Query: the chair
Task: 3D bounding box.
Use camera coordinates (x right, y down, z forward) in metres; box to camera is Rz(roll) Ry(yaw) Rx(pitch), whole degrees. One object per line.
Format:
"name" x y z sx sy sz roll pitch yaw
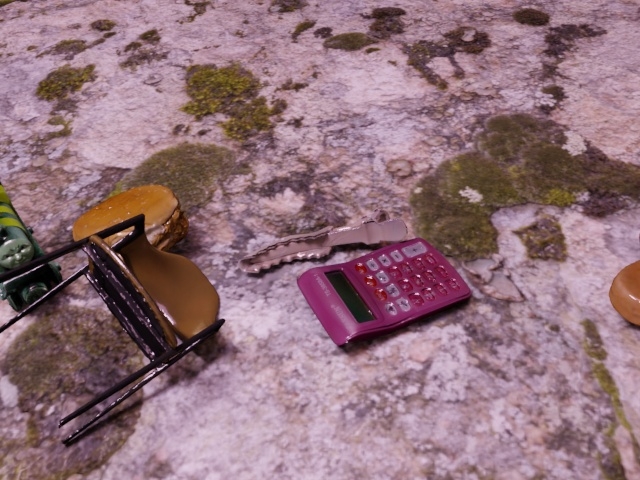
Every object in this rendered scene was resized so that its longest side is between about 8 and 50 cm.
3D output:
"chair" -0.215 0.077 0.692 0.247 0.172 0.158 -35 80 -28

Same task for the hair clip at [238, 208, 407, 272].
"hair clip" 0.000 0.000 0.851 0.226 0.034 0.072 -14 19 -2

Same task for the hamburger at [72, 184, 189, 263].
"hamburger" -0.251 -0.019 0.848 0.147 0.083 0.138 2 29 36

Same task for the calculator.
"calculator" 0.079 0.062 0.782 0.191 0.034 0.126 -17 43 -19

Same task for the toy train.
"toy train" -0.414 0.001 0.828 0.083 0.132 0.200 -33 47 -25

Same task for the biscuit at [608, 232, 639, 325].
"biscuit" 0.520 0.042 0.740 0.355 0.052 0.275 -26 47 -22
